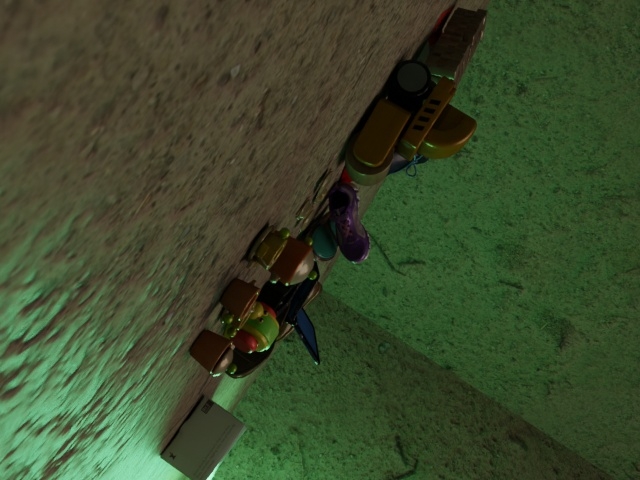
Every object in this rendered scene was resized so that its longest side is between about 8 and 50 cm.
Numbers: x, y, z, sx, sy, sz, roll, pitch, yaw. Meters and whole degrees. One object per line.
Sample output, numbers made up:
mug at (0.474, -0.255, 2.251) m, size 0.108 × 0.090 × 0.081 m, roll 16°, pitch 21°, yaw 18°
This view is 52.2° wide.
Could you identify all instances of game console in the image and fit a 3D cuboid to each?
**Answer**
game console at (-0.022, 0.194, 2.032) m, size 0.250 × 0.173 × 0.293 m, roll -58°, pitch -167°, yaw 12°
game console at (0.100, -0.231, 1.855) m, size 0.144 × 0.085 × 0.124 m, roll 113°, pitch -20°, yaw -67°

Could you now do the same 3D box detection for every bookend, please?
bookend at (-0.100, 0.119, 1.761) m, size 0.157 × 0.072 × 0.156 m, roll -59°, pitch 175°, yaw 13°

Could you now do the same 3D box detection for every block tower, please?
block tower at (0.376, -0.534, 1.828) m, size 0.090 × 0.097 × 0.335 m, roll 91°, pitch 25°, yaw -48°

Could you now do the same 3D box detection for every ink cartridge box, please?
ink cartridge box at (0.329, -0.547, 1.882) m, size 0.232 × 0.066 × 0.189 m, roll -55°, pitch 177°, yaw 34°

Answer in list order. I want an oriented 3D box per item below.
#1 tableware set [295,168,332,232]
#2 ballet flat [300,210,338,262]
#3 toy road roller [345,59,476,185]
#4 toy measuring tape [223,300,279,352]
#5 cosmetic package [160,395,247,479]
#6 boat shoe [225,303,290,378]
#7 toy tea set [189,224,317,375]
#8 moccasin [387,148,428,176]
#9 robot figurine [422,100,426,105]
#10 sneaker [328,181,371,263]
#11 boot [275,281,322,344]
tableware set at (-0.015, -0.093, 1.557) m, size 0.141 × 0.020 × 0.168 m, roll -58°, pitch 175°, yaw -15°
ballet flat at (0.000, 0.000, 1.888) m, size 0.106 × 0.107 × 0.316 m, roll -29°, pitch -173°, yaw 27°
toy road roller at (0.230, -0.258, 1.614) m, size 0.329 × 0.241 × 0.202 m, roll -57°, pitch 175°, yaw -4°
toy measuring tape at (-0.169, 0.232, 1.563) m, size 0.121 × 0.121 × 0.330 m, roll -54°, pitch 175°, yaw -33°
cosmetic package at (-0.350, 0.621, 2.027) m, size 0.217 × 0.156 × 0.385 m, roll -54°, pitch 176°, yaw -15°
boat shoe at (-0.174, 0.277, 1.817) m, size 0.307 × 0.111 × 0.104 m, roll -53°, pitch 172°, yaw -42°
toy tea set at (-0.118, 0.125, 1.294) m, size 0.336 × 0.124 × 0.200 m, roll -58°, pitch 175°, yaw 11°
moccasin at (0.284, -0.285, 1.949) m, size 0.342 × 0.117 × 0.137 m, roll -41°, pitch 162°, yaw -22°
robot figurine at (0.328, -0.415, 1.939) m, size 0.067 × 0.101 × 0.115 m, roll 4°, pitch -108°, yaw 66°
sneaker at (0.070, -0.052, 1.804) m, size 0.095 × 0.236 × 0.104 m, roll -14°, pitch 171°, yaw 17°
boot at (-0.125, 0.251, 2.443) m, size 0.305 × 0.112 × 0.115 m, roll -52°, pitch 145°, yaw -9°
